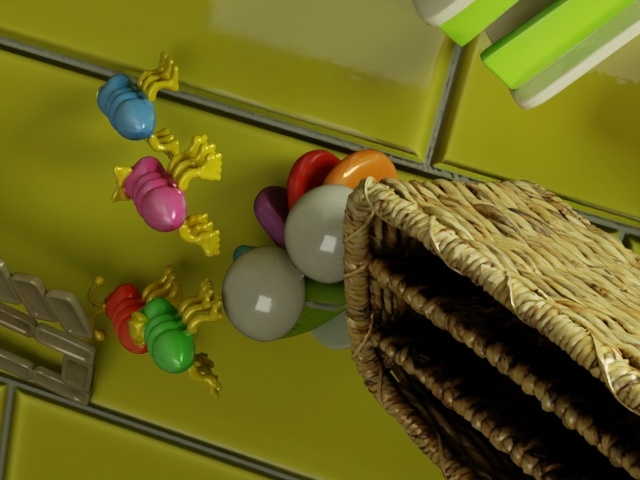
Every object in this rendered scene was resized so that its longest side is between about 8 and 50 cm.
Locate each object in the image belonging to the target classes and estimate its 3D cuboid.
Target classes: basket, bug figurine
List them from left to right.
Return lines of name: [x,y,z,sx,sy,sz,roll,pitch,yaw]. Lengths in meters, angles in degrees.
bug figurine: [-0.140,-0.001,1.058,0.072,0.216,0.279,-7,113,-21]
basket: [0.143,0.109,0.912,0.299,0.223,0.213,39,116,33]

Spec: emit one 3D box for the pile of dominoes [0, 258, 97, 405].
pile of dominoes: [-0.307,0.044,1.171,0.251,0.040,0.196,24,146,0]

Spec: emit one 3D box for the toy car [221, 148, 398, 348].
toy car: [0.000,0.000,1.055,0.182,0.159,0.136,-43,60,26]

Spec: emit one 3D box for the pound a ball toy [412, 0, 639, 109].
pound a ball toy: [0.188,-0.265,0.866,0.319,0.136,0.208,-37,130,24]
